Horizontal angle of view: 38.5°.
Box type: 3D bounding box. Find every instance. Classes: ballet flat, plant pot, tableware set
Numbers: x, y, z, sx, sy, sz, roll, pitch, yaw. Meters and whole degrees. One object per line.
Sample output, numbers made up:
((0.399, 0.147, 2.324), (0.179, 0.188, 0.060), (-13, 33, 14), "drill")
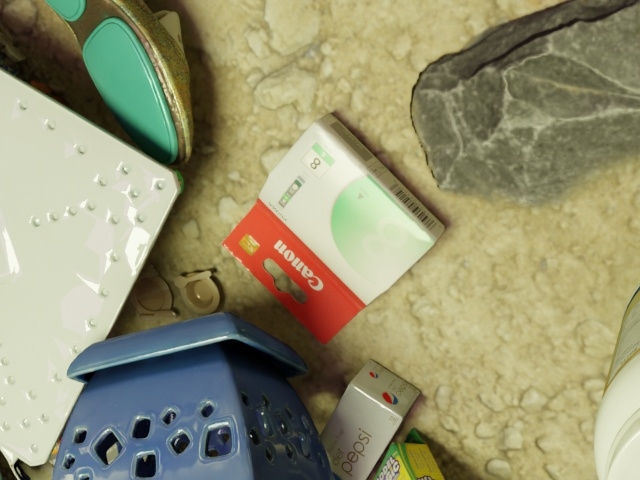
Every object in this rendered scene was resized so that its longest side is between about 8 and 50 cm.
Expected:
((-0.221, -0.246, 0.989), (0.123, 0.123, 0.348), (-31, 101, 30), "ballet flat")
((-0.132, 0.208, 0.985), (0.236, 0.236, 0.212), (-14, 67, 17), "plant pot")
((-0.172, 0.106, 1.153), (0.141, 0.020, 0.168), (-11, 104, 27), "tableware set")

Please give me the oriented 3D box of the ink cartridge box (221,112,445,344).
((0.000, 0.000, 1.019), (0.181, 0.056, 0.224), (45, 118, 3), "ink cartridge box")

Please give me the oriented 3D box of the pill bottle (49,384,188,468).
((-0.233, 0.296, 1.170), (0.162, 0.162, 0.278), (-30, 94, 30), "pill bottle")

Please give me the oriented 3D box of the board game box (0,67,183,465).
((-0.390, -0.001, 1.041), (0.390, 0.050, 0.389), (31, 106, 8), "board game box")

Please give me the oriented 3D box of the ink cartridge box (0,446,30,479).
((-0.434, 0.232, 1.231), (0.224, 0.045, 0.223), (58, 160, -4), "ink cartridge box")

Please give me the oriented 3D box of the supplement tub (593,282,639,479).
((0.353, 0.143, 0.760), (0.229, 0.316, 0.228), (8, 112, 21), "supplement tub")

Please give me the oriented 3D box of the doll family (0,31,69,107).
((-0.400, -0.143, 1.119), (0.163, 0.118, 0.263), (-42, 93, 13), "doll family")

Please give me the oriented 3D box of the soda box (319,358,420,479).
((0.033, 0.250, 1.087), (0.074, 0.069, 0.216), (32, 118, 11), "soda box")

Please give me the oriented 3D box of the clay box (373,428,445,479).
((0.103, 0.325, 1.011), (0.053, 0.222, 0.127), (8, 119, -25), "clay box")
